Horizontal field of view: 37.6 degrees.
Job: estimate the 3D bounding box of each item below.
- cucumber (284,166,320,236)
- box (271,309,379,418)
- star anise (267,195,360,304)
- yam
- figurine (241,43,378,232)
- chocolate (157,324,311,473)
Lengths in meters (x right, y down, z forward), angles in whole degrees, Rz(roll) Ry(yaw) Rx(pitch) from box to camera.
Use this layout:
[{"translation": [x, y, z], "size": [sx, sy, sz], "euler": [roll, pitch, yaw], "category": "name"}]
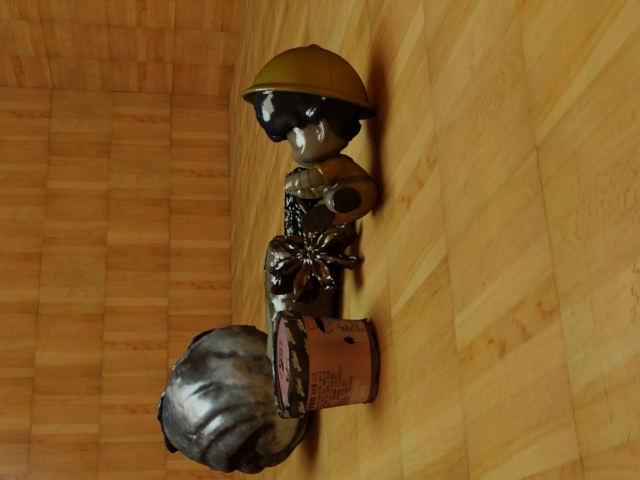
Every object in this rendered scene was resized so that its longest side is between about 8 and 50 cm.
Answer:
[{"translation": [-0.030, 0.015, 1.742], "size": [0.072, 0.072, 0.300], "euler": [132, 138, -75], "category": "cucumber"}, {"translation": [0.007, 0.171, 1.327], "size": [0.151, 0.135, 0.151], "euler": [178, 90, -78], "category": "box"}, {"translation": [-0.001, -0.003, 1.467], "size": [0.177, 0.073, 0.234], "euler": [-6, 63, 38], "category": "star anise"}, {"translation": [-0.032, 0.104, 1.588], "size": [0.129, 0.128, 0.238], "euler": [11, 103, 42], "category": "yam"}, {"translation": [0.002, -0.148, 1.324], "size": [0.257, 0.167, 0.192], "euler": [67, 164, 1], "category": "figurine"}, {"translation": [-0.132, 0.330, 1.801], "size": [0.213, 0.303, 0.303], "euler": [23, 114, 51], "category": "chocolate"}]
